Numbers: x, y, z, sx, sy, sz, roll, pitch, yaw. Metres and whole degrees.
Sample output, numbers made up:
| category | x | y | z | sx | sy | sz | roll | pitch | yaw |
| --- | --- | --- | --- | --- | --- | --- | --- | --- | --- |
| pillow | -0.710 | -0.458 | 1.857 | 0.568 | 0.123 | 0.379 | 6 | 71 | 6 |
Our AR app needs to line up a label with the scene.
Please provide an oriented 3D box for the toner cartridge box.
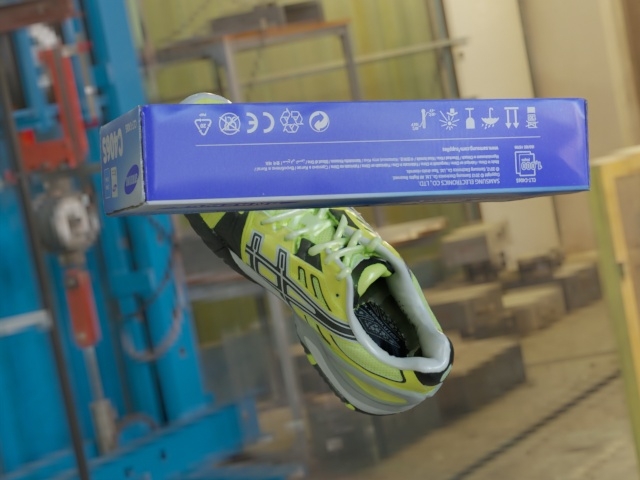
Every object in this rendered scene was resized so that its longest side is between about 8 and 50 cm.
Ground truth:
| category | x | y | z | sx | sy | sz | roll | pitch | yaw |
| --- | --- | --- | --- | --- | --- | --- | --- | --- | --- |
| toner cartridge box | 0.016 | -0.063 | 1.238 | 0.348 | 0.075 | 0.165 | -2 | -2 | -17 |

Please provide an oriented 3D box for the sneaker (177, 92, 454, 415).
| category | x | y | z | sx | sy | sz | roll | pitch | yaw |
| --- | --- | --- | --- | --- | --- | --- | --- | --- | --- |
| sneaker | 0.000 | 0.000 | 1.580 | 0.145 | 0.385 | 0.147 | -46 | 8 | -28 |
